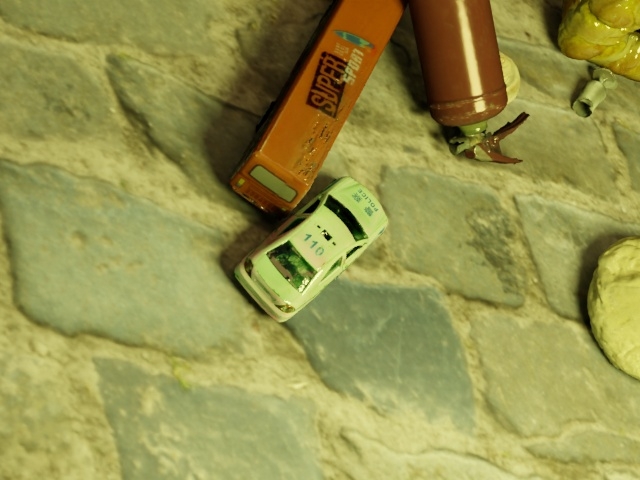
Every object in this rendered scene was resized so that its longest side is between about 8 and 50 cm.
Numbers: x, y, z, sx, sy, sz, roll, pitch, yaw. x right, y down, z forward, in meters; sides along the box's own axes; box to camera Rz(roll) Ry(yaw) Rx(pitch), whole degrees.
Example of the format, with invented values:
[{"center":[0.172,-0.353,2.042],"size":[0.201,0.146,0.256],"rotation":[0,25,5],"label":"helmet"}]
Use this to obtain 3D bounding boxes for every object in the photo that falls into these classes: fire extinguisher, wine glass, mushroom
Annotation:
[{"center":[0.195,-0.245,1.573],"size":[0.147,0.106,0.336],"rotation":[-22,109,-27],"label":"fire extinguisher"},{"center":[0.399,-0.212,1.772],"size":[0.042,0.039,0.083],"rotation":[47,54,-12],"label":"wine glass"},{"center":[0.235,-0.222,1.663],"size":[0.084,0.067,0.083],"rotation":[7,71,-20],"label":"mushroom"}]

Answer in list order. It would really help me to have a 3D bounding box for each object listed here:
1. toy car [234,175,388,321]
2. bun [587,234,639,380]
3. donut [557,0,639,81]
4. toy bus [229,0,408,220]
[{"center":[0.000,0.000,1.408],"size":[0.090,0.076,0.224],"rotation":[48,52,1],"label":"toy car"},{"center":[0.459,0.081,1.598],"size":[0.221,0.134,0.220],"rotation":[11,61,-21],"label":"bun"},{"center":[0.480,-0.331,1.775],"size":[0.261,0.208,0.128],"rotation":[13,60,-30],"label":"donut"},{"center":[0.010,-0.201,1.504],"size":[0.093,0.092,0.408],"rotation":[32,53,-9],"label":"toy bus"}]
